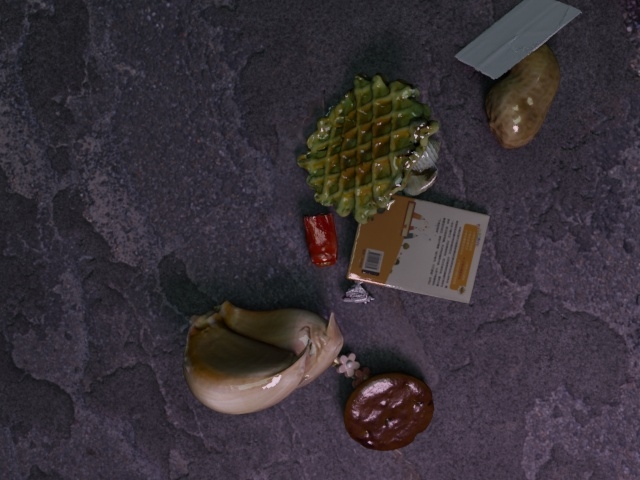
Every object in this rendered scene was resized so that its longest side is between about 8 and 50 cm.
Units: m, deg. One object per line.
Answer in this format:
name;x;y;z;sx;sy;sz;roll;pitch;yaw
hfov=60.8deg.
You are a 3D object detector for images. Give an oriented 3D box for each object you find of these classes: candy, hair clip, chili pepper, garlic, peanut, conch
candy;0.114;0.041;1.243;0.093;0.051;0.227;22;92;-1
hair clip;0.089;0.311;1.250;0.213;0.056;0.062;36;60;2
chili pepper;0.000;0.000;1.240;0.070;0.073;0.123;-10;88;45
garlic;-0.125;0.238;1.153;0.312;0.286;0.250;14;85;19
peanut;0.438;-0.324;1.182;0.137;0.122;0.253;26;90;12
conch;0.199;-0.171;1.208;0.153;0.102;0.135;-25;104;36

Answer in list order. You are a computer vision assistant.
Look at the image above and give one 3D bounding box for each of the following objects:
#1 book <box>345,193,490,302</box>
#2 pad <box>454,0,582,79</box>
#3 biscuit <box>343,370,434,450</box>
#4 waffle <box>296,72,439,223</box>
book;0.219;0.013;1.221;0.295;0.020;0.208;12;93;-9
pad;0.421;-0.446;1.183;0.232;0.004;0.156;-38;45;3
biscuit;0.154;0.384;1.221;0.212;0.036;0.212;-4;110;-11
waffle;0.096;-0.201;1.171;0.317;0.073;0.297;-55;50;13
